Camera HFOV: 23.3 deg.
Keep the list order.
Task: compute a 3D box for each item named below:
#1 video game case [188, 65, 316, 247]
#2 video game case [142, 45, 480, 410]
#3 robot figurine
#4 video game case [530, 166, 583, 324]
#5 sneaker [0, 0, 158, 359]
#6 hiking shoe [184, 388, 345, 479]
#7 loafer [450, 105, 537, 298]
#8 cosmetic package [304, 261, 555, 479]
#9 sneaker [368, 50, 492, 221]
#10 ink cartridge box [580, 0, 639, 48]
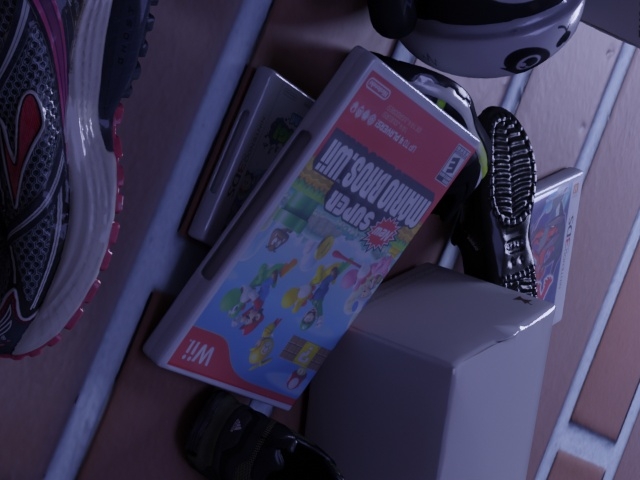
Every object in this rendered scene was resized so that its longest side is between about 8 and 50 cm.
[{"bbox_3d":[-0.033,-0.047,1.249,0.157,0.019,0.143,29,82,-58],"label":"video game case"},{"bbox_3d":[0.000,0.000,1.245,0.285,0.025,0.204,-54,147,5],"label":"video game case"},{"bbox_3d":[0.128,-0.262,1.230,0.174,0.209,0.278,-96,178,-53],"label":"robot figurine"},{"bbox_3d":[0.217,0.030,1.663,0.201,0.023,0.183,-23,124,-50],"label":"video game case"},{"bbox_3d":[-0.182,-0.072,0.944,0.112,0.121,0.299,3,107,-27],"label":"sneaker"},{"bbox_3d":[-0.029,0.215,1.303,0.086,0.114,0.227,-58,146,-19],"label":"hiking shoe"},{"bbox_3d":[0.157,-0.019,1.505,0.080,0.078,0.220,-4,94,-46],"label":"loafer"},{"bbox_3d":[0.090,0.228,1.454,0.197,0.155,0.366,-20,122,-52],"label":"cosmetic package"},{"bbox_3d":[0.090,-0.080,1.356,0.097,0.084,0.234,-64,147,-9],"label":"sneaker"},{"bbox_3d":[0.447,-0.381,1.550,0.395,0.166,0.286,-23,125,-26],"label":"ink cartridge box"}]
